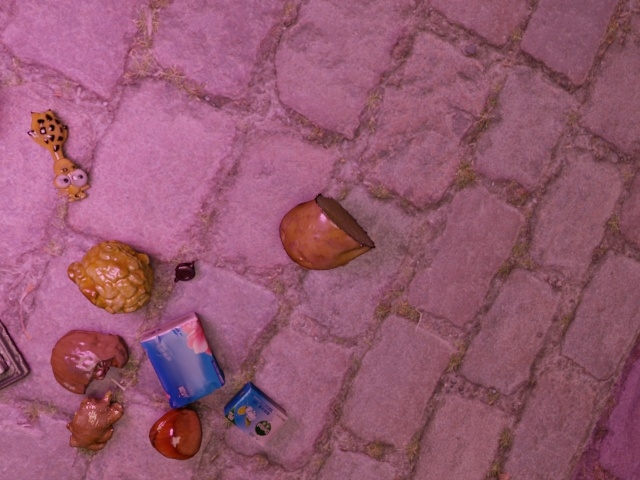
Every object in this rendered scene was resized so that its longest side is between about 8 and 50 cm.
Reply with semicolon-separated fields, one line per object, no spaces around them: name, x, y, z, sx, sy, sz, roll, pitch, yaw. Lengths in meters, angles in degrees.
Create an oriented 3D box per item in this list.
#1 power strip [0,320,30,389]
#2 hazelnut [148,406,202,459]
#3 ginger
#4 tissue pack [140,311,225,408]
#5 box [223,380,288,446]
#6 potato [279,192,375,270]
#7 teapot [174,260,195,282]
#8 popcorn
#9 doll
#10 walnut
power strip;-1.102;0.381;1.460;0.251;0.092;0.257;-27;99;-6
hazelnut;-0.493;0.662;1.615;0.182;0.182;0.182;-2;98;-14
ginger;-0.756;0.605;1.568;0.157;0.102;0.216;26;90;-22
tissue pack;-0.470;0.410;1.594;0.209;0.137;0.270;-21;102;-9
box;-0.237;0.636;1.713;0.194;0.073;0.139;44;85;-15
potato;0.000;0.000;1.621;0.237;0.301;0.289;-46;72;16
teapot;-0.469;0.107;1.604;0.100;0.045;0.068;-40;127;11
popcorn;-0.665;0.118;1.483;0.251;0.206;0.237;-5;113;-2
doll;-0.814;-0.262;1.451;0.117;0.086;0.291;-27;106;-39
walnut;-0.770;0.388;1.520;0.238;0.141;0.204;-35;99;-10
